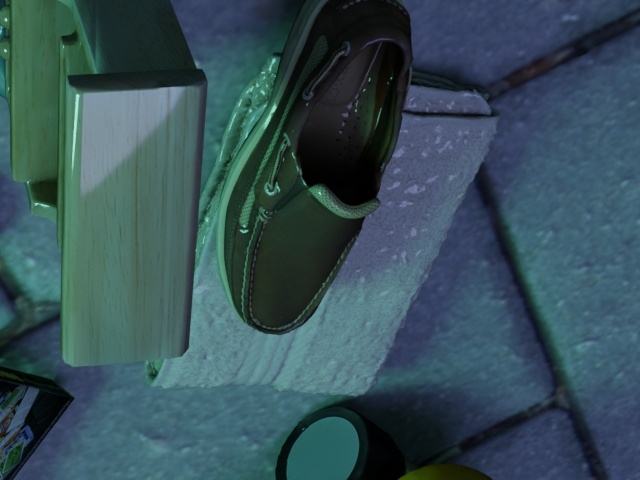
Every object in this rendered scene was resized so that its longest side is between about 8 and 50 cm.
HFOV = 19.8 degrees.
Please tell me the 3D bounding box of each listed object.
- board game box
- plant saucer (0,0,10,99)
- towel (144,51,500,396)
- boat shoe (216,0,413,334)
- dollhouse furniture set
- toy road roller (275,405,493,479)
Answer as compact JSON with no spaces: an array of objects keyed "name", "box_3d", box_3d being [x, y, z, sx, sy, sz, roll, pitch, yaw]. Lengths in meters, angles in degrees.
[{"name":"board game box","box_3d":[-0.286,0.196,1.267,0.259,0.030,0.136,-53,159,3]},{"name":"plant saucer","box_3d":[-0.160,-0.126,1.142,0.119,0.021,0.119,-11,130,-14]},{"name":"towel","box_3d":[0.000,0.000,1.293,0.187,0.049,0.282,5,125,-25]},{"name":"boat shoe","box_3d":[-0.004,-0.039,1.166,0.095,0.095,0.257,3,120,-21]},{"name":"dollhouse furniture set","box_3d":[-0.281,-0.064,0.964,0.394,0.256,0.362,-4,127,-15]},{"name":"toy road roller","box_3d":[0.028,0.312,1.402,0.329,0.240,0.202,-49,130,2]}]
